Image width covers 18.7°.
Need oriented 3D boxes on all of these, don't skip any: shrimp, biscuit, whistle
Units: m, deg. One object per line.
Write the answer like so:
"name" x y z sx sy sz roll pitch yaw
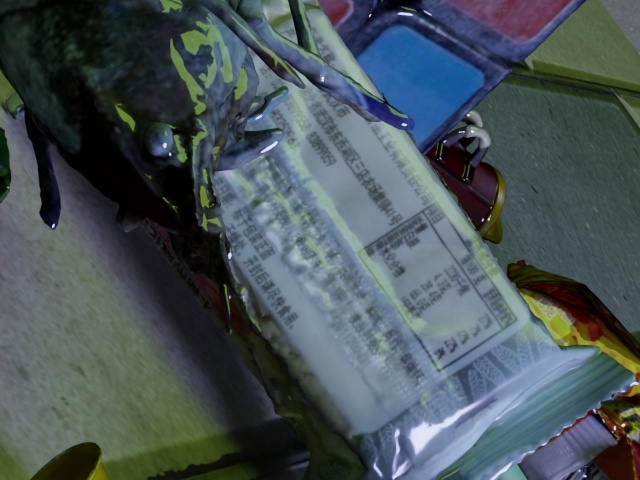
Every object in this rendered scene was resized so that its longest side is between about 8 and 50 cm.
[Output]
"shrimp" -0.096 -0.137 0.874 0.166 0.221 0.410 -22 62 -30
"biscuit" -0.004 0.003 0.990 0.309 0.186 0.079 54 -17 4
"whistle" -0.079 0.132 0.792 0.046 0.057 0.109 -51 120 -25

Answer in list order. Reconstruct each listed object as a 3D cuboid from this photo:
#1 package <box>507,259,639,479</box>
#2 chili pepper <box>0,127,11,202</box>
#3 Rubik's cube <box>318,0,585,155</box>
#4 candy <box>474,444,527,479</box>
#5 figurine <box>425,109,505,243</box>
"package" 0.173 0.104 1.304 0.223 0.108 0.288 50 11 11
"chili pepper" -0.209 -0.122 0.867 0.253 0.083 0.099 61 17 11
"Rubik's cube" 0.005 -0.316 1.213 0.362 0.359 0.363 27 30 -37
"candy" 0.136 0.178 1.119 0.440 0.119 0.119 57 18 -9
"figurine" 0.084 -0.049 1.375 0.154 0.098 0.082 32 23 -38
